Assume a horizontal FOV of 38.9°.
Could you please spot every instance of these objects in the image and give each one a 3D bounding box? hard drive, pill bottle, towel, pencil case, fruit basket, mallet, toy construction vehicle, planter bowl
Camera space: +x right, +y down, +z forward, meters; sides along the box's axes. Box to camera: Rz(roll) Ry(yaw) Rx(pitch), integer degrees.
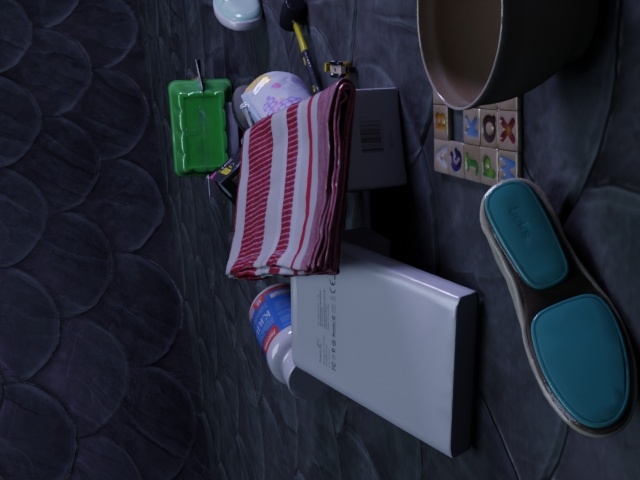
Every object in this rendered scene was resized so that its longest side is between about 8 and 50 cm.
[{"bbox_3d":[0.068,0.116,1.136,0.307,0.040,0.203,22,119,48],"label":"hard drive"},{"bbox_3d":[-0.043,0.177,1.584,0.221,0.124,0.124,-124,32,-59],"label":"pill bottle"},{"bbox_3d":[-0.051,-0.067,1.208,0.329,0.037,0.237,-8,74,64],"label":"towel"},{"bbox_3d":[-0.042,-0.173,1.448,0.113,0.124,0.273,-64,31,23],"label":"pencil case"},{"bbox_3d":[-0.278,-0.286,2.250,0.353,0.165,0.327,-97,4,-79],"label":"fruit basket"},{"bbox_3d":[-0.030,-0.317,1.520,0.062,0.039,0.189,129,128,-66],"label":"mallet"},{"bbox_3d":[0.032,-0.224,1.345,0.098,0.035,0.085,-157,60,-63],"label":"toy construction vehicle"},{"bbox_3d":[0.162,-0.194,0.761,0.162,0.109,0.162,174,90,-75],"label":"planter bowl"}]

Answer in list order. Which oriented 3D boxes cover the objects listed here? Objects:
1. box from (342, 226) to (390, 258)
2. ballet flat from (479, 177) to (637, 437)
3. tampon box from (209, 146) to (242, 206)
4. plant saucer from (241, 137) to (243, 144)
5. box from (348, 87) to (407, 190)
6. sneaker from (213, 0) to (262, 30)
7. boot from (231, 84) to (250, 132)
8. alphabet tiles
[{"bbox_3d":[0.040,0.042,1.286,0.087,0.101,0.102,-145,50,-68],"label":"box"},{"bbox_3d":[0.206,0.059,0.790,0.086,0.086,0.248,110,151,-57],"label":"ballet flat"},{"bbox_3d":[-0.097,-0.081,1.575,0.161,0.101,0.120,47,173,-16],"label":"tampon box"},{"bbox_3d":[-0.110,-0.159,1.779,0.119,0.021,0.119,50,-163,-21],"label":"plant saucer"},{"bbox_3d":[0.030,-0.129,1.228,0.170,0.091,0.130,-1,96,64],"label":"box"},{"bbox_3d":[-0.173,-0.539,1.802,0.151,0.094,0.256,95,164,-52],"label":"sneaker"},{"bbox_3d":[-0.091,-0.251,1.705,0.161,0.083,0.246,111,144,-44],"label":"boot"},{"bbox_3d":[0.160,-0.179,0.956,0.198,0.009,0.237,-148,53,-70],"label":"alphabet tiles"}]
